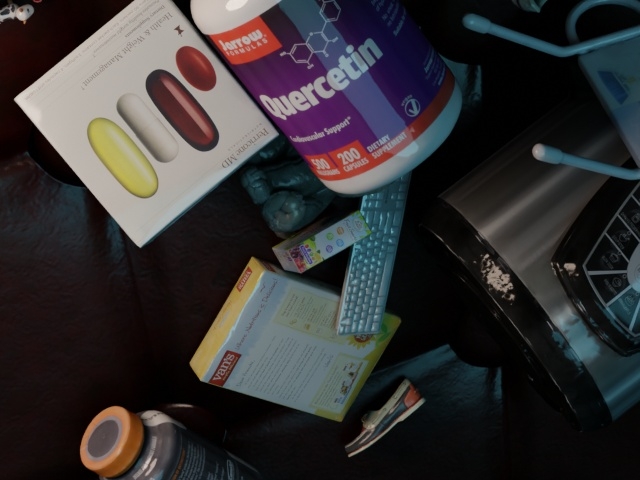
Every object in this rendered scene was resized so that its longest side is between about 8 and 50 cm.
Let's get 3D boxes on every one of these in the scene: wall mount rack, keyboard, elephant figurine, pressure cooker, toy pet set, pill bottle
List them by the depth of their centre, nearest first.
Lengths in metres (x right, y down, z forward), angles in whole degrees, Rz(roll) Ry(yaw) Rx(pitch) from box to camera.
[{"bbox_3d":[-0.008,-0.214,1.541,0.181,0.181,0.323,-40,114,0],"label":"pill bottle"},{"bbox_3d":[-0.346,-0.269,1.548,0.114,0.065,0.122,-26,127,-11],"label":"toy pet set"},{"bbox_3d":[0.338,-0.181,1.704,0.304,0.350,0.130,-17,145,-8],"label":"wall mount rack"},{"bbox_3d":[0.019,-0.116,1.768,0.239,0.186,0.169,-32,102,0],"label":"elephant figurine"},{"bbox_3d":[0.380,-0.016,1.901,0.420,0.375,0.370,-37,147,-3],"label":"pressure cooker"},{"bbox_3d":[0.071,0.001,1.936,0.072,0.014,0.256,1,108,-32],"label":"keyboard"},{"bbox_3d":[-0.195,0.301,1.944,0.130,0.130,0.246,-47,129,6],"label":"pill bottle"}]

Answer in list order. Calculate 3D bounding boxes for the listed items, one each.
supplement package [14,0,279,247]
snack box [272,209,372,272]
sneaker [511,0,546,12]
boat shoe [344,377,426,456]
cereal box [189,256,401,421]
[{"bbox_3d":[-0.180,-0.131,1.613,0.194,0.149,0.203,-40,94,0],"label":"supplement package"},{"bbox_3d":[0.000,0.000,1.853,0.100,0.141,0.037,-31,96,-8],"label":"snack box"},{"bbox_3d":[0.300,-0.354,1.819,0.070,0.084,0.185,30,103,-37],"label":"sneaker"},{"bbox_3d":[0.084,0.251,2.115,0.137,0.049,0.043,-40,87,3],"label":"boat shoe"},{"bbox_3d":[-0.030,0.133,1.976,0.240,0.047,0.173,22,106,-35],"label":"cereal box"}]
